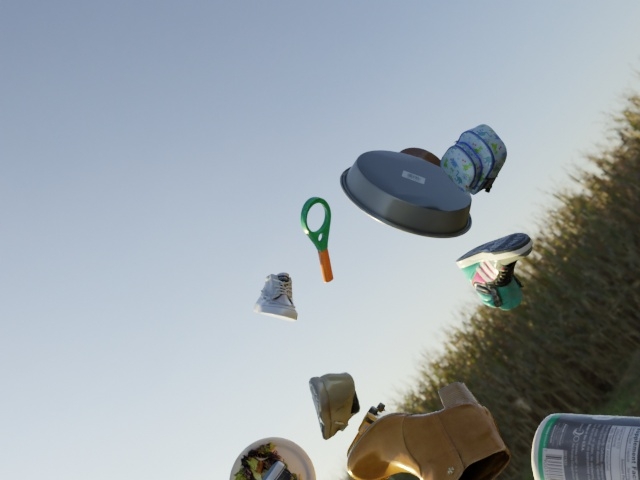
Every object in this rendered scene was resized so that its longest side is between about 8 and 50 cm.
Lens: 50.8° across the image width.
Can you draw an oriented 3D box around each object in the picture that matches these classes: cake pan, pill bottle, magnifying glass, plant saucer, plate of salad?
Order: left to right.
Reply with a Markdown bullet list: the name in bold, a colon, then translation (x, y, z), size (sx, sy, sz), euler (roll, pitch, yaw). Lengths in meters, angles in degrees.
- **plate of salad**: translation (-0.104, 0.543, 1.509), size (0.200, 0.200, 0.048), euler (-43, -3, -20)
- **magnifying glass**: translation (0.000, 0.000, 1.683), size (0.092, 0.026, 0.231), euler (-33, -59, -37)
- **cake pan**: translation (0.186, -0.107, 1.406), size (0.293, 0.293, 0.054), euler (-26, -38, -51)
- **plant saucer**: translation (0.283, -0.191, 1.936), size (0.029, 0.168, 0.168), euler (-56, -11, -36)
- **pill bottle**: translation (0.640, 0.461, 1.374), size (0.361, 0.204, 0.204), euler (-12, 16, 47)

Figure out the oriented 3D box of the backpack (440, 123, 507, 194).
- **backpack**: translation (0.288, -0.152, 1.265), size (0.084, 0.105, 0.114), euler (-22, -26, -31)

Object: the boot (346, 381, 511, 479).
- **boot**: translation (0.177, 0.386, 1.175), size (0.295, 0.104, 0.211), euler (-38, 22, 10)

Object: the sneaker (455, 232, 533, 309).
- **sneaker**: translation (0.490, 0.093, 1.790), size (0.124, 0.178, 0.295), euler (-33, 1, -21)

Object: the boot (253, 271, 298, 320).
- **boot**: translation (-0.113, 0.143, 1.792), size (0.258, 0.095, 0.123), euler (-4, 70, 69)

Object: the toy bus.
- **toy bus**: translation (0.139, 0.452, 1.523), size (0.130, 0.108, 0.333), euler (-58, -14, -4)

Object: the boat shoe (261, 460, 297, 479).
- **boat shoe**: translation (-0.106, 0.540, 1.365), size (0.183, 0.083, 0.065), euler (-46, -3, -40)

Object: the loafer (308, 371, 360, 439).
- **loafer**: translation (0.034, 0.340, 1.386), size (0.092, 0.102, 0.268), euler (-15, -25, -4)
